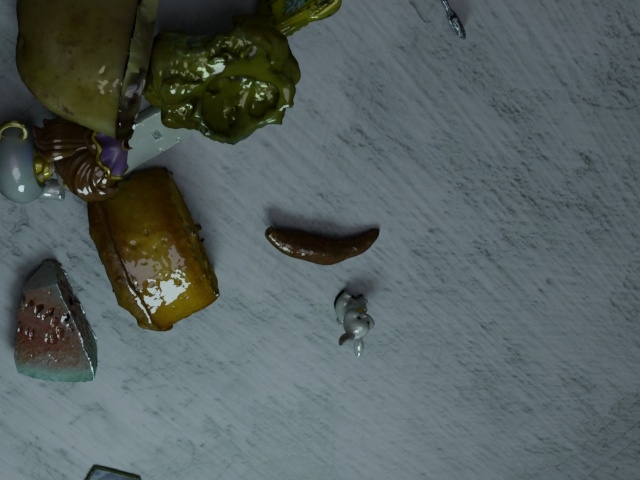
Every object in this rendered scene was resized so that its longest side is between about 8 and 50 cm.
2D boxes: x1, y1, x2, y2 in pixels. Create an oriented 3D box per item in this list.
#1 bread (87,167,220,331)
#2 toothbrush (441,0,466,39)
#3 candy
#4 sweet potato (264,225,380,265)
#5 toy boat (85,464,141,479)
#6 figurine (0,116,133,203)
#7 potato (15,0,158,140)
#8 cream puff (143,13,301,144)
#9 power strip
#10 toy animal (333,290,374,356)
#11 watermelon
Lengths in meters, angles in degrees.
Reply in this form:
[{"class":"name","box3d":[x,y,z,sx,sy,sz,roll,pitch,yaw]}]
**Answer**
[{"class":"bread","box3d":[-0.299,0.045,1.986,0.194,0.179,0.340,-23,126,-4]},{"class":"toothbrush","box3d":[0.190,-0.488,1.901,0.023,0.031,0.321,-32,122,3]},{"class":"candy","box3d":[-0.071,-0.462,1.789,0.187,0.081,0.297,-25,139,-2]},{"class":"sweet potato","box3d":[0.001,0.011,2.142,0.255,0.058,0.078,2,100,-24]},{"class":"toy boat","box3d":[-0.457,0.530,2.345,0.115,0.016,0.063,22,112,-30]},{"class":"figurine","box3d":[-0.447,-0.136,1.823,0.263,0.142,0.189,-4,145,3]},{"class":"potato","box3d":[-0.379,-0.317,1.707,0.242,0.242,0.285,7,103,-22]},{"class":"cream puff","box3d":[-0.161,-0.256,1.780,0.282,0.185,0.282,-10,169,-2]},{"class":"power strip","box3d":[-0.305,-0.192,1.921,0.192,0.035,0.081,-31,124,2]},{"class":"toy animal","box3d":[0.068,0.167,2.222,0.085,0.124,0.071,-43,129,13]},{"class":"watermelon","box3d":[-0.515,0.153,2.053,0.154,0.094,0.241,-2,121,-6]}]
